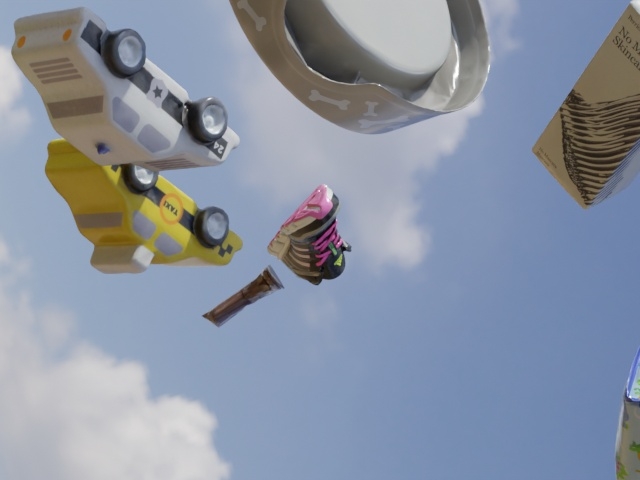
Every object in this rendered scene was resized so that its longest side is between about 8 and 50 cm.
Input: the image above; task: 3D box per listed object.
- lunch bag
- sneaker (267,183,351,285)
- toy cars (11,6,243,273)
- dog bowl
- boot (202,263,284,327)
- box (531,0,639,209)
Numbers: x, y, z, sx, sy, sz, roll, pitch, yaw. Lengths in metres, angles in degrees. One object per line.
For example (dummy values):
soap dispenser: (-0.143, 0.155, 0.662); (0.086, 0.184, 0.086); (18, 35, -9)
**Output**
lunch bag: (0.304, 0.125, 1.453); (0.129, 0.096, 0.151); (88, 18, -44)
sneaker: (0.000, 0.000, 1.707); (0.075, 0.063, 0.170); (43, -21, 2)
toy cars: (-0.159, -0.052, 1.416); (0.394, 0.176, 0.087); (94, 15, -67)
dog bowl: (0.033, -0.271, 1.890); (0.102, 0.348, 0.349); (-32, -106, 35)
boot: (-0.104, 0.077, 2.285); (0.037, 0.114, 0.106); (60, -3, 9)
box: (0.365, -0.167, 2.053); (0.113, 0.094, 0.275); (49, -38, 19)
